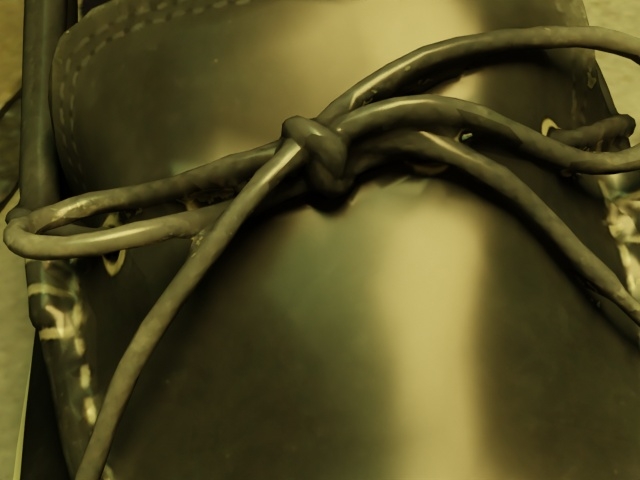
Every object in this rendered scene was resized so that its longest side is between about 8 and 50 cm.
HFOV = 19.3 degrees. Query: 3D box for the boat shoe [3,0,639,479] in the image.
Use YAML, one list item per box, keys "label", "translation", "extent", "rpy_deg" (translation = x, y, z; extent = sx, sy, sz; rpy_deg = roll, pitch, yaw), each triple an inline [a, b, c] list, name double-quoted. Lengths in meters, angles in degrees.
- label: "boat shoe"
  translation: [0.000, 0.000, 0.503]
  extent: [0.186, 0.156, 0.500]
  rpy_deg: [-8, 47, -5]
